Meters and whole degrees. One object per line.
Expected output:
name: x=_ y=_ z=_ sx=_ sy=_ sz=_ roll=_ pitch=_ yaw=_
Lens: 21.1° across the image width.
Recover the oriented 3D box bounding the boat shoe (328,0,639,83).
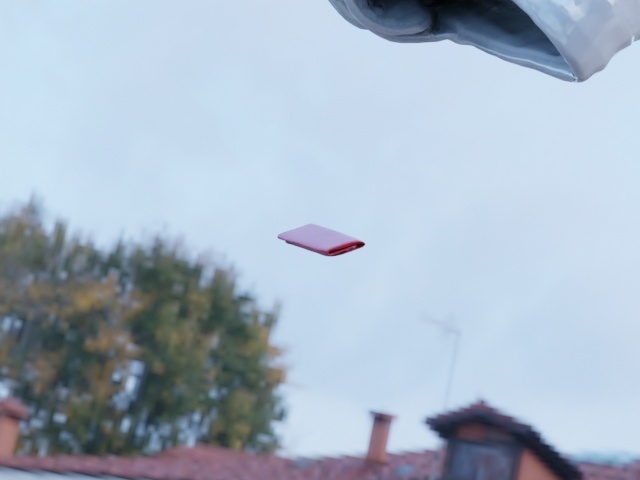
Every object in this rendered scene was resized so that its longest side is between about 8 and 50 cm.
boat shoe: x=0.033 y=-0.118 z=0.641 sx=0.095 sy=0.084 sz=0.258 roll=50 pitch=-13 yaw=-30

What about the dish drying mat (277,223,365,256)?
dish drying mat: x=0.000 y=0.000 z=1.233 sx=0.032 sy=0.008 sz=0.083 roll=-19 pitch=16 yaw=-23
